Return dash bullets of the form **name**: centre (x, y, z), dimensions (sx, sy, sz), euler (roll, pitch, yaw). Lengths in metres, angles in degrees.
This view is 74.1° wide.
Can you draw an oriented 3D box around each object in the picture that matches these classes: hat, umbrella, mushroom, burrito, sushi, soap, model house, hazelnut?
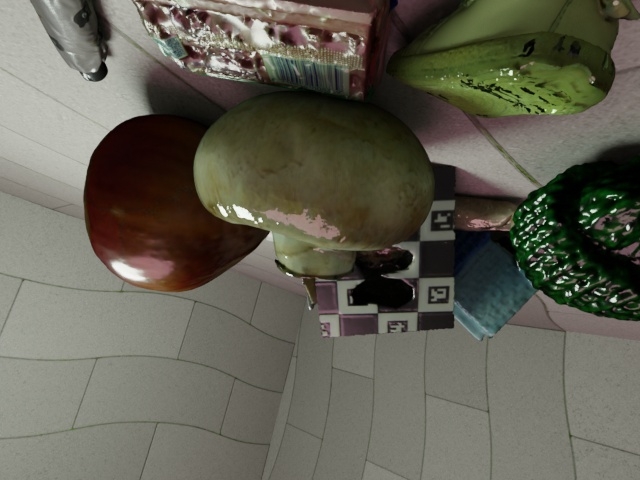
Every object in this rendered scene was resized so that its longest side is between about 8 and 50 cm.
- **hat**: centre (0.461, -0.025, 0.590), dimensions (0.275, 0.242, 0.332), euler (3, 155, -10)
- **umbrella**: centre (-0.332, -0.306, 0.547), dimensions (0.073, 0.067, 0.337), euler (28, 165, -10)
- **mushroom**: centre (-0.008, -0.084, 0.645), dimensions (0.353, 0.260, 0.352), euler (4, -167, -1)
- **burrito**: centre (0.311, -0.055, 0.901), dimensions (0.226, 0.060, 0.086), euler (7, 127, 28)
- **sushi**: centre (0.130, 0.021, 0.917), dimensions (0.297, 0.372, 0.100), euler (-5, -157, 6)
- **soap**: centre (-0.059, -0.242, 0.467), dimensions (0.274, 0.097, 0.218), euler (13, 166, 6)
- **model house**: centre (0.330, 0.040, 1.051), dimensions (0.329, 0.251, 0.295), euler (36, -169, 4)
- **hazelnut**: centre (-0.293, -0.056, 0.879), dimensions (0.360, 0.358, 0.409), euler (14, 170, -1)

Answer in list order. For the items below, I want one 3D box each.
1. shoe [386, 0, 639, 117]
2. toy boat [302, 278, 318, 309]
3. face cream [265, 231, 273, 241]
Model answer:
- **shoe**: centre (0.179, -0.183, 0.422), dimensions (0.140, 0.128, 0.262), euler (30, -170, -23)
- **toy boat**: centre (-0.055, -0.041, 0.954), dimensions (0.111, 0.293, 0.276), euler (-20, 137, 2)
- **face cream**: centre (0.000, 0.000, 1.370), dimensions (0.346, 0.101, 0.102), euler (17, 166, -8)
